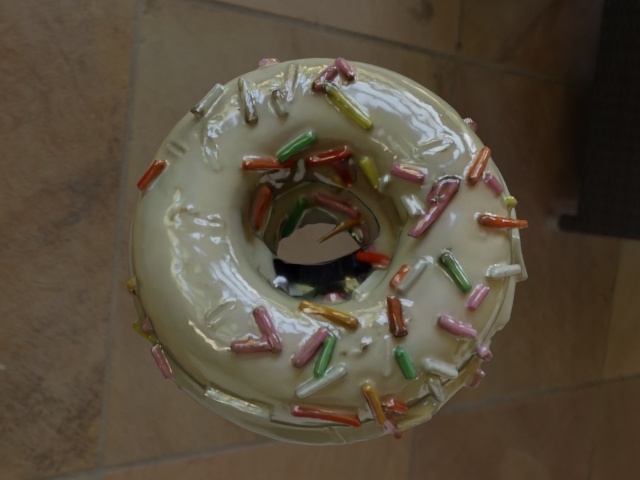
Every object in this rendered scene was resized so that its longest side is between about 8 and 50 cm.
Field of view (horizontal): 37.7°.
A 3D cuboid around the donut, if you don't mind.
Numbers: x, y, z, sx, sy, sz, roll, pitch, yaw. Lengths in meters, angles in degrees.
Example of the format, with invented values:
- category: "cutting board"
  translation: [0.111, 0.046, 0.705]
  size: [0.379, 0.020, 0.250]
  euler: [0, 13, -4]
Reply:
- category: "donut"
  translation: [0.000, 0.000, 0.861]
  size: [0.382, 0.383, 0.142]
  euler: [-63, 170, -15]
